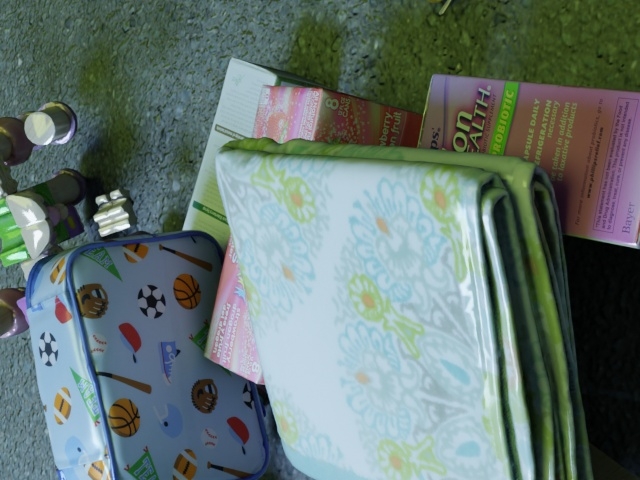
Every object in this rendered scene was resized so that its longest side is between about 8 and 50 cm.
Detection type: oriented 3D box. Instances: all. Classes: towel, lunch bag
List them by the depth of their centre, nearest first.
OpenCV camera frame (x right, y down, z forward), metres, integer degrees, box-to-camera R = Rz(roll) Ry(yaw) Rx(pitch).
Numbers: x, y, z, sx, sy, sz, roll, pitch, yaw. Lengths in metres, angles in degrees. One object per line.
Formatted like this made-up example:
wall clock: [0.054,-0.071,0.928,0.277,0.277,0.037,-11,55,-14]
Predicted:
towel: [0.064,0.074,1.169,0.374,0.090,0.320,8,114,50]
lunch bag: [-0.176,0.144,1.465,0.115,0.243,0.303,-18,82,44]

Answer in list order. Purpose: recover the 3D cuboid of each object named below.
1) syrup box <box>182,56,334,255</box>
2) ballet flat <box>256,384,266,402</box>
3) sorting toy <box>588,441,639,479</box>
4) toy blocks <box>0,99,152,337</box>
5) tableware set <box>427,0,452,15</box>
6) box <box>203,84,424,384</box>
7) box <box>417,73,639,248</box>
syrup box: [-0.076,-0.080,1.583,0.096,0.093,0.237,27,104,46]
ballet flat: [-0.145,0.196,1.638,0.221,0.077,0.079,-39,37,37]
sorting toy: [0.148,0.279,1.186,0.089,0.257,0.255,64,167,-26]
toy blocks: [-0.347,-0.042,1.817,0.309,0.260,0.288,-20,97,19]
tableware set: [0.127,-0.314,1.455,0.104,0.024,0.154,-54,47,22]
box: [0.000,0.000,1.418,0.142,0.154,0.300,15,92,62]
box: [0.239,-0.057,1.143,0.243,0.213,0.117,12,93,49]
